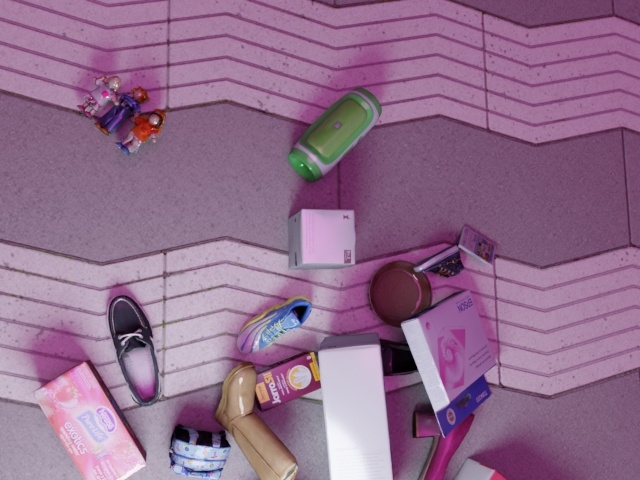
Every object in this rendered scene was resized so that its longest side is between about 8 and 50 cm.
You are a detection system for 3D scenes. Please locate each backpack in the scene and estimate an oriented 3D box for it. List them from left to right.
[{"bbox_3d":[-0.308,0.546,1.726,0.158,0.173,0.117,13,79,-13],"label":"backpack"}]

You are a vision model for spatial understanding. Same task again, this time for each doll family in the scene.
[{"bbox_3d":[-0.520,-0.338,1.838,0.263,0.118,0.163,42,81,13],"label":"doll family"}]

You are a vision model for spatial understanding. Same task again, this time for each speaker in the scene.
[{"bbox_3d":[0.044,-0.309,1.955,0.131,0.131,0.296,45,75,-5],"label":"speaker"}]

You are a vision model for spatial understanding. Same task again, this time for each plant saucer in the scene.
[{"bbox_3d":[0.232,0.158,1.987,0.198,0.036,0.199,2,82,-15],"label":"plant saucer"}]

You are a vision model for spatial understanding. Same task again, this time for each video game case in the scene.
[{"bbox_3d":[0.479,0.018,2.061,0.122,0.011,0.087,31,48,-8],"label":"video game case"}]

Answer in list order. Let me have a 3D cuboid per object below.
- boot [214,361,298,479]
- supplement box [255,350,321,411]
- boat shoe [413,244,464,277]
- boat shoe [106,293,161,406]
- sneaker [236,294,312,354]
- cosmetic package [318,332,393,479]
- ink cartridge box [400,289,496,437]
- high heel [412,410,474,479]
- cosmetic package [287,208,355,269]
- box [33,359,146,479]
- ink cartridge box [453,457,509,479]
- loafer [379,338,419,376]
[{"bbox_3d":[-0.148,0.473,1.711,0.089,0.236,0.269,-15,46,-40],"label":"boot"},{"bbox_3d":[-0.095,0.384,1.850,0.188,0.081,0.104,-19,88,-16],"label":"supplement box"},{"bbox_3d":[0.358,0.079,1.996,0.183,0.065,0.083,-23,91,-35],"label":"boat shoe"},{"bbox_3d":[-0.480,0.283,1.760,0.114,0.091,0.303,-21,88,-16],"label":"boat shoe"},{"bbox_3d":[-0.122,0.225,1.841,0.240,0.126,0.091,-37,92,-16],"label":"sneaker"},{"bbox_3d":[0.099,0.487,1.773,0.161,0.230,0.453,-6,90,4],"label":"cosmetic package"},{"bbox_3d":[0.385,0.333,1.899,0.324,0.071,0.330,-18,86,-52],"label":"ink cartridge box"},{"bbox_3d":[0.358,0.666,1.898,0.181,0.127,0.377,1,79,-3],"label":"high heel"},{"bbox_3d":[0.000,0.000,1.872,0.151,0.183,0.151,0,82,-14],"label":"cosmetic package"},{"bbox_3d":[-0.569,0.461,1.683,0.142,0.154,0.300,-31,90,-16],"label":"box"},{"bbox_3d":[0.515,0.739,1.910,0.237,0.172,0.100,39,76,-7],"label":"ink cartridge box"},{"bbox_3d":[0.211,0.337,1.926,0.302,0.095,0.109,0,84,-14],"label":"loafer"}]
